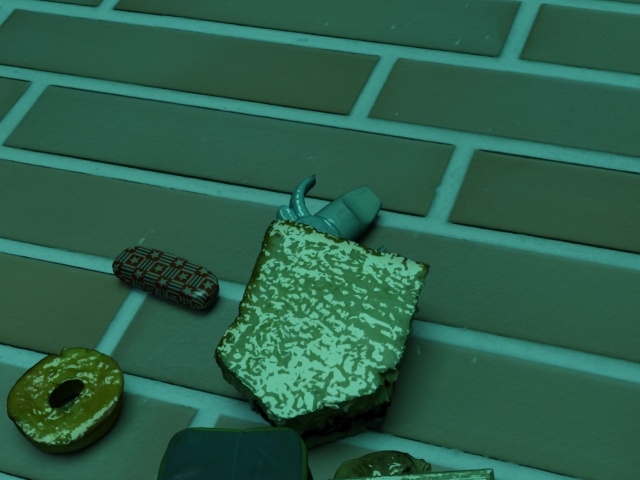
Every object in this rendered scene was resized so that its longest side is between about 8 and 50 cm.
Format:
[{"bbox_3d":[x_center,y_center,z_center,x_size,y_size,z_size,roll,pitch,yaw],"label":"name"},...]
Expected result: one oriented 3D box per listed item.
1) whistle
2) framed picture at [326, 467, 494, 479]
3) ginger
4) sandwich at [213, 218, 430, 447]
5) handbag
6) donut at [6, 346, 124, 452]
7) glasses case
[{"bbox_3d":[0.000,0.000,2.047,0.186,0.093,0.274,44,59,9],"label":"whistle"},{"bbox_3d":[0.120,0.423,1.532,0.217,0.017,0.274,-6,85,1],"label":"framed picture"},{"bbox_3d":[0.080,0.314,1.656,0.138,0.213,0.074,-18,74,4],"label":"ginger"},{"bbox_3d":[-0.003,0.147,1.825,0.262,0.131,0.325,17,59,6],"label":"sandwich"},{"bbox_3d":[-0.097,0.390,1.569,0.222,0.241,0.263,-5,43,5],"label":"handbag"},{"bbox_3d":[-0.379,0.246,1.883,0.178,0.065,0.162,-30,54,-21],"label":"donut"},{"bbox_3d":[-0.252,0.062,2.052,0.195,0.049,0.073,19,50,26],"label":"glasses case"}]
